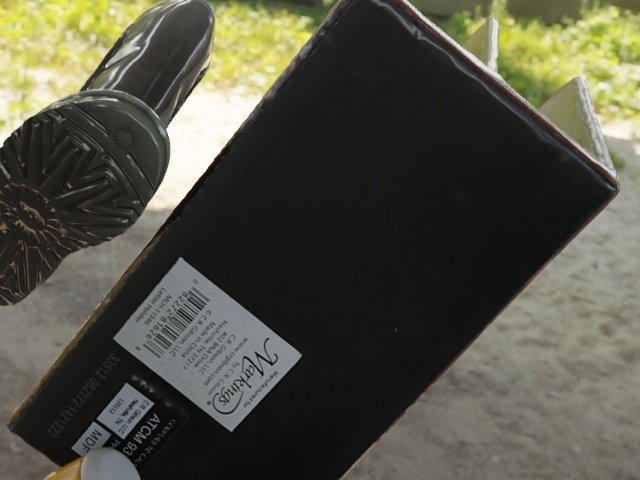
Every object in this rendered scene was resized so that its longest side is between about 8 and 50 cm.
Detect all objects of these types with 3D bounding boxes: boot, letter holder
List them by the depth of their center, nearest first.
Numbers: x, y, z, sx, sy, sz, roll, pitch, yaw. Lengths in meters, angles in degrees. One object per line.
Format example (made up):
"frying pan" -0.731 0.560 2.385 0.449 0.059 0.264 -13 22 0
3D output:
"boot" -0.104 -0.071 0.684 0.189 0.076 0.208 -29 16 42
"letter holder" 0.000 0.000 0.692 0.152 0.302 0.214 38 21 -7

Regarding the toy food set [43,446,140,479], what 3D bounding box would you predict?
"toy food set" -0.043 0.197 0.580 0.104 0.232 0.111 -30 1 23
